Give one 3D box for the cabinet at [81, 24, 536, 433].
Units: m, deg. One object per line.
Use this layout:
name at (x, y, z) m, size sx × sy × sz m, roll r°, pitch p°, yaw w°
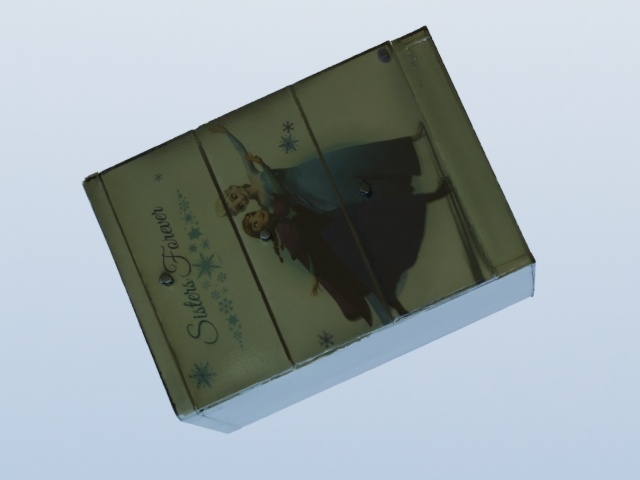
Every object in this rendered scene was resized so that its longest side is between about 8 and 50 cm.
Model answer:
cabinet at (0.000, 0.000, 0.918) m, size 0.206 × 0.150 × 0.145 m, roll -24°, pitch -102°, yaw 3°
